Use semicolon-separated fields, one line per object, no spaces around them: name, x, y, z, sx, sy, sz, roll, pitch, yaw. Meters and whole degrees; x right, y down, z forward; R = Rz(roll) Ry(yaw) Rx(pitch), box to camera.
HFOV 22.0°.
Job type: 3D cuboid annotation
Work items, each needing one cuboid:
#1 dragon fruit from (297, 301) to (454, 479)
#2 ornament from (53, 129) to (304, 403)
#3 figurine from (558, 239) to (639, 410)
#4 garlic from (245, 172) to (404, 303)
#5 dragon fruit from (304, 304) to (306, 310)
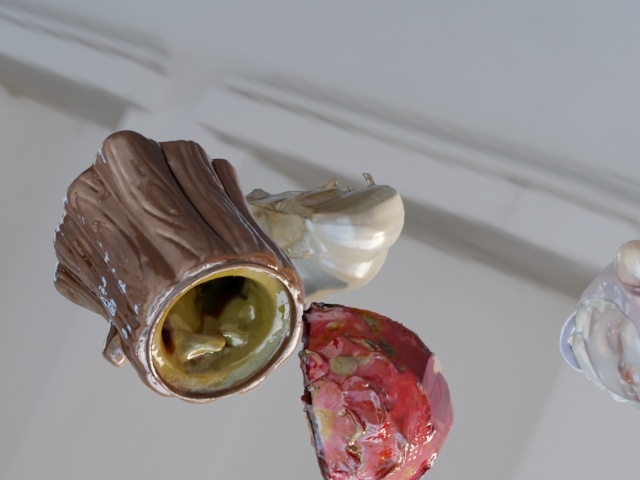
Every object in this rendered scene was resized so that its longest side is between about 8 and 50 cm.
dragon fruit;0.062;0.189;1.901;0.163;0.189;0.261;-156;44;-74
ornament;-0.140;0.034;1.619;0.217;0.221;0.235;50;169;49
figurine;0.298;0.082;1.278;0.276;0.133;0.200;20;136;62
garlic;0.000;0.000;1.965;0.229;0.143;0.178;-5;-171;39
dragon fruit;-0.068;0.013;2.180;0.122;0.092;0.192;15;-144;-44
